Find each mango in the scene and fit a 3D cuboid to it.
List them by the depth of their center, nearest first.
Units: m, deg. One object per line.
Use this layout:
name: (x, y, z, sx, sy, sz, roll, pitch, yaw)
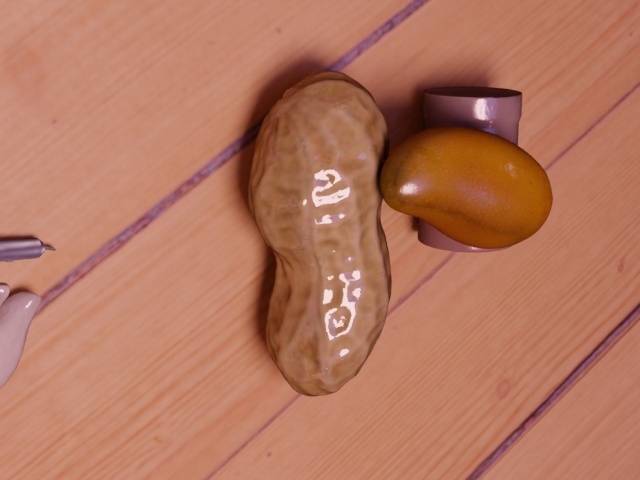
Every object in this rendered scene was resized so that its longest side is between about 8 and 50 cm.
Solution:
mango: (0.126, -0.048, 1.018, 0.184, 0.085, 0.102, 12, 86, -31)

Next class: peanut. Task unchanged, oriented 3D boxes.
peanut: (0.000, 0.000, 1.032, 0.136, 0.120, 0.298, -15, 111, -35)

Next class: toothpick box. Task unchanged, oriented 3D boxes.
toothpick box: (0.145, -0.072, 1.125, 0.098, 0.098, 0.149, -8, 107, -32)

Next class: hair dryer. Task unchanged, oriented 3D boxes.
hair dryer: (-0.262, 0.015, 0.915, 0.114, 0.037, 0.063, -6, 108, -40)

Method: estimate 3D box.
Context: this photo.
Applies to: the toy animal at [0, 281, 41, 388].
toy animal: (-0.298, 0.133, 0.891, 0.104, 0.130, 0.221, 51, 45, -60)
